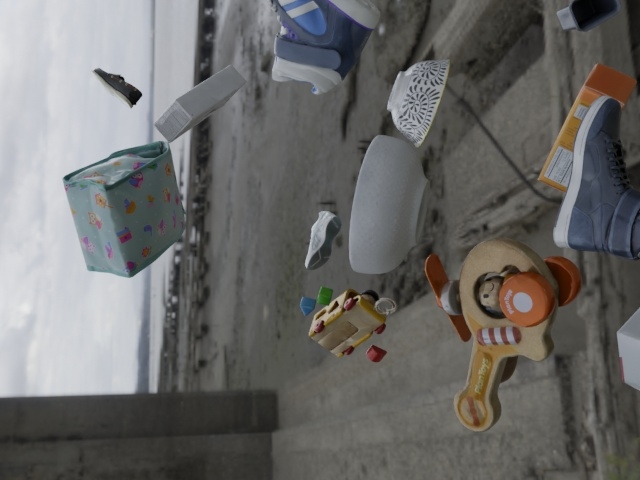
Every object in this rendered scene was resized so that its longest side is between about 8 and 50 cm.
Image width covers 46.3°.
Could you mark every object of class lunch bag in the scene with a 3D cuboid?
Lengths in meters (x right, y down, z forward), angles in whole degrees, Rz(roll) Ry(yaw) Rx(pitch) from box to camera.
[{"bbox_3d":[-0.400,-0.077,1.618,0.262,0.160,0.224,-44,-47,-50],"label":"lunch bag"}]

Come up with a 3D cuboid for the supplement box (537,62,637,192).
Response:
[{"bbox_3d":[0.460,-0.188,1.307,0.078,0.080,0.233,-53,-15,-33],"label":"supplement box"}]

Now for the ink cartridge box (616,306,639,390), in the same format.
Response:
[{"bbox_3d":[0.608,0.167,1.259,0.127,0.176,0.128,24,144,48],"label":"ink cartridge box"}]

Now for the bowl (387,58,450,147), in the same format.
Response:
[{"bbox_3d":[0.172,-0.265,1.388,0.170,0.080,0.170,-162,90,-88],"label":"bowl"}]

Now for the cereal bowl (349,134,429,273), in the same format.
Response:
[{"bbox_3d":[0.179,-0.077,1.808,0.339,0.141,0.339,12,-90,-76],"label":"cereal bowl"}]

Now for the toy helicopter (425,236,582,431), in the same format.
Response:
[{"bbox_3d":[0.276,0.162,1.267,0.234,0.140,0.355,23,117,34],"label":"toy helicopter"}]

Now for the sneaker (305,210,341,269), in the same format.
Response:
[{"bbox_3d":[0.000,0.000,1.796,0.061,0.053,0.152,40,111,46],"label":"sneaker"}]

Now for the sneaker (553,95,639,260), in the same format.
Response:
[{"bbox_3d":[0.433,-0.084,1.046,0.163,0.086,0.226,17,100,45],"label":"sneaker"}]

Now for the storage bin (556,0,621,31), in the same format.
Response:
[{"bbox_3d":[0.668,-0.589,1.894,0.098,0.135,0.091,61,169,-14],"label":"storage bin"}]

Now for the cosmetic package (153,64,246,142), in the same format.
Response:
[{"bbox_3d":[-0.266,-0.310,1.674,0.099,0.060,0.239,-34,11,37],"label":"cosmetic package"}]

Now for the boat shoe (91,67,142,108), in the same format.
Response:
[{"bbox_3d":[-0.423,-0.322,1.553,0.133,0.042,0.049,36,165,22],"label":"boat shoe"}]

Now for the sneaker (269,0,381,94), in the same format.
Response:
[{"bbox_3d":[-0.068,-0.425,1.431,0.236,0.322,0.130,-52,1,28],"label":"sneaker"}]

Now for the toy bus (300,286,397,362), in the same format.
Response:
[{"bbox_3d":[0.070,0.156,1.595,0.104,0.202,0.191,-73,-18,-50],"label":"toy bus"}]

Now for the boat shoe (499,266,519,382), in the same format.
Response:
[{"bbox_3d":[0.427,0.175,1.777,0.123,0.123,0.342,-111,23,-59],"label":"boat shoe"}]
